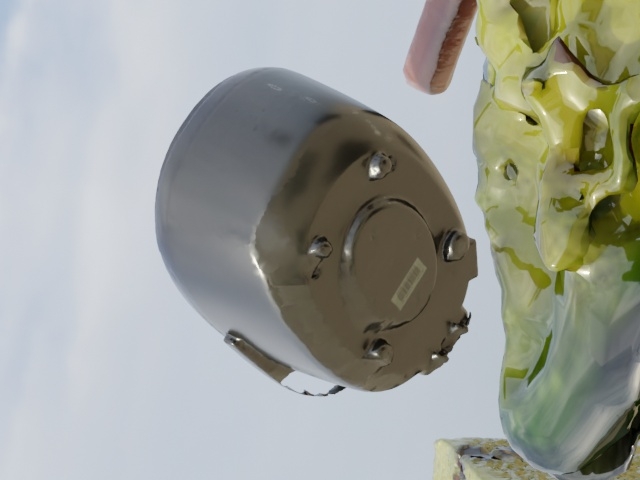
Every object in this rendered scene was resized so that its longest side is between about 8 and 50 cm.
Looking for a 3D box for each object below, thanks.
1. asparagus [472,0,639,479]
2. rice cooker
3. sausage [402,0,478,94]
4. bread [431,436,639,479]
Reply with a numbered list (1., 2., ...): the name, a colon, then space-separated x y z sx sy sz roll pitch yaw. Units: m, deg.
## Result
1. asparagus: 0.114 -0.132 0.414 0.382 0.108 0.128 -59 -41 -14
2. rice cooker: 0.000 0.000 0.916 0.142 0.118 0.203 -57 -41 -14
3. sausage: 0.074 -0.129 1.015 0.147 0.030 0.035 108 -171 -60
4. bread: 0.259 0.184 1.165 0.138 0.361 0.077 -138 52 -72
